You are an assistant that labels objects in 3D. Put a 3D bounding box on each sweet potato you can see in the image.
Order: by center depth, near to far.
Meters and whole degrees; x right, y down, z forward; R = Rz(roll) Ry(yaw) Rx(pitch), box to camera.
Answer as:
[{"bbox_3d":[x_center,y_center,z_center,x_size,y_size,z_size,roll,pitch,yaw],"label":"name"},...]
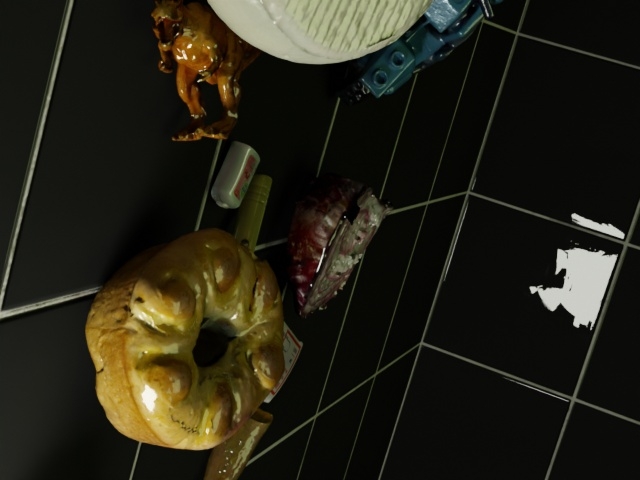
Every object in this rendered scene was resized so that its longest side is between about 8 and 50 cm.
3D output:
[{"bbox_3d":[-0.176,0.408,2.220,0.244,0.077,0.077,-56,160,-13],"label":"sweet potato"}]

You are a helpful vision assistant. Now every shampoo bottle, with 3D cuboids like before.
[{"bbox_3d":[-0.131,-0.094,1.835,0.072,0.043,0.099,57,54,-70],"label":"shampoo bottle"}]

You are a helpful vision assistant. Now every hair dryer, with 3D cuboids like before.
[{"bbox_3d":[-0.127,0.027,1.912,0.135,0.090,0.279,120,-16,-69],"label":"hair dryer"}]

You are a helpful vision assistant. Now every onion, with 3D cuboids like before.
[{"bbox_3d":[0.000,0.000,2.222,0.280,0.146,0.314,-56,169,-2],"label":"onion"}]

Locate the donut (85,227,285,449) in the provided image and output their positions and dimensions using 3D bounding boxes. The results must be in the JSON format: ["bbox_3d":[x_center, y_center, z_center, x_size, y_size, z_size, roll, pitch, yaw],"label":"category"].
[{"bbox_3d":[-0.175,0.135,1.633,0.317,0.150,0.299,30,60,-53],"label":"donut"}]

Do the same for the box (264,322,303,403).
[{"bbox_3d":[-0.113,0.196,2.118,0.133,0.099,0.182,-64,162,-17],"label":"box"}]

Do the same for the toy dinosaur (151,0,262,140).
[{"bbox_3d":[-0.138,-0.229,1.588,0.432,0.097,0.208,-24,121,-73],"label":"toy dinosaur"}]

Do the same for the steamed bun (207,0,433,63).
[{"bbox_3d":[-0.011,-0.408,1.475,0.374,0.241,0.374,-22,124,-36],"label":"steamed bun"}]

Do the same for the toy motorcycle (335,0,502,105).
[{"bbox_3d":[0.192,-0.406,2.173,0.416,0.172,0.232,-46,-165,-15],"label":"toy motorcycle"}]
